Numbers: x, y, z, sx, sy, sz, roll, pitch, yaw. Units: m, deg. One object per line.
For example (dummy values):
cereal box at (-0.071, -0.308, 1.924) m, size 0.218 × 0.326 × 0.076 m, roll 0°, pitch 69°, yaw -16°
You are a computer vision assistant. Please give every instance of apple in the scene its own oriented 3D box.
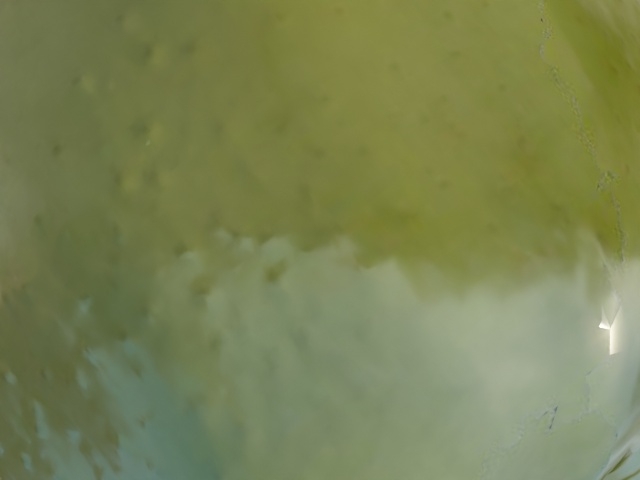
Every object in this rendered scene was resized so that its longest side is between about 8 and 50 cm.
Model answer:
apple at (0.000, 0.000, 0.504) m, size 0.357 × 0.357 × 0.357 m, roll -12°, pitch 162°, yaw -4°
